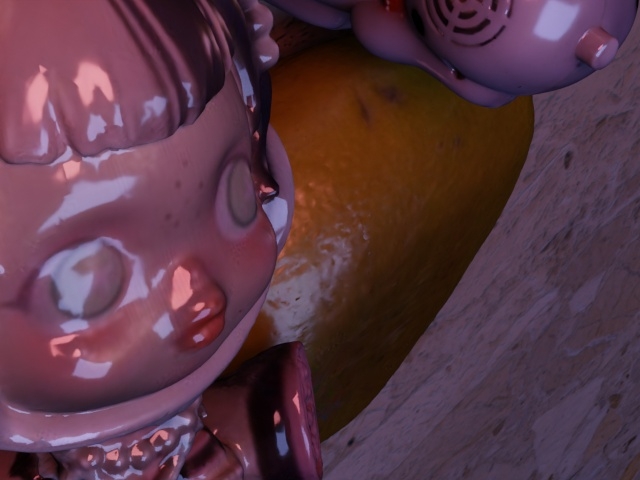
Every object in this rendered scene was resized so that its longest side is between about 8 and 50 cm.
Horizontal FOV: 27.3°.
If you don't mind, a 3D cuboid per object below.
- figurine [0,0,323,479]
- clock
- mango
[{"bbox_3d":[-0.131,0.020,0.606,0.253,0.211,0.361,-51,143,-53],"label":"figurine"},{"bbox_3d":[0.067,-0.166,0.698,0.189,0.254,0.189,-35,148,-26],"label":"clock"},{"bbox_3d":[0.000,0.000,0.860,0.365,0.182,0.253,-36,145,-13],"label":"mango"}]
